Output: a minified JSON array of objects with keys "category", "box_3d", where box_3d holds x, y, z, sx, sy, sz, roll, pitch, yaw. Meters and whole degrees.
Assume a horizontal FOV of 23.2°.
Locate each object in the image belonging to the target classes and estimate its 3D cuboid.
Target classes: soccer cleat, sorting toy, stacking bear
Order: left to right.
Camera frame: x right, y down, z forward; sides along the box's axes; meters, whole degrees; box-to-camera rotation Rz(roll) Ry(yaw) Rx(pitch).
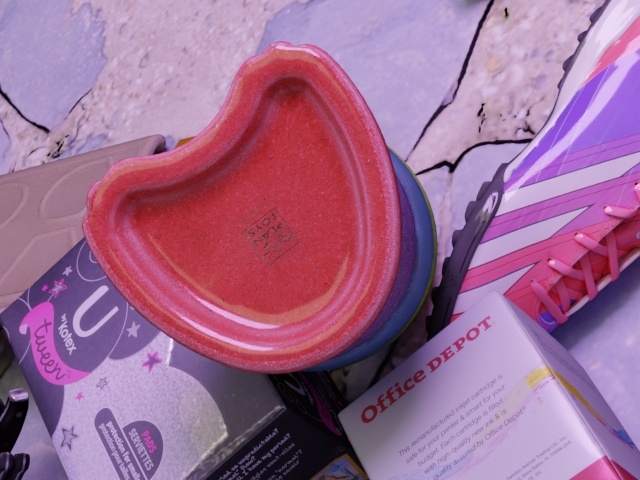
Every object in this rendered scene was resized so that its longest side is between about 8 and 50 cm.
[{"category":"sorting toy","box_3d":[-0.205,-0.002,1.262,0.307,0.041,0.229,-12,34,31]},{"category":"stacking bear","box_3d":[0.000,0.000,0.987,0.175,0.289,0.164,-37,81,9]},{"category":"soccer cleat","box_3d":[0.178,-0.026,0.992,0.116,0.108,0.318,30,86,26]}]

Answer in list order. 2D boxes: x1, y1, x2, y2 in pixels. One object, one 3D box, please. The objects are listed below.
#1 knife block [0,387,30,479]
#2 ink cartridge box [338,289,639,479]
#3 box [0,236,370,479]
[{"category":"knife block","box_3d":[-0.309,0.183,1.140,0.275,0.088,0.242,-21,69,48]},{"category":"ink cartridge box","box_3d":[0.119,0.146,0.905,0.128,0.127,0.176,-39,47,12]},{"category":"box","box_3d":[-0.095,0.106,1.080,0.163,0.142,0.247,-41,46,8]}]
